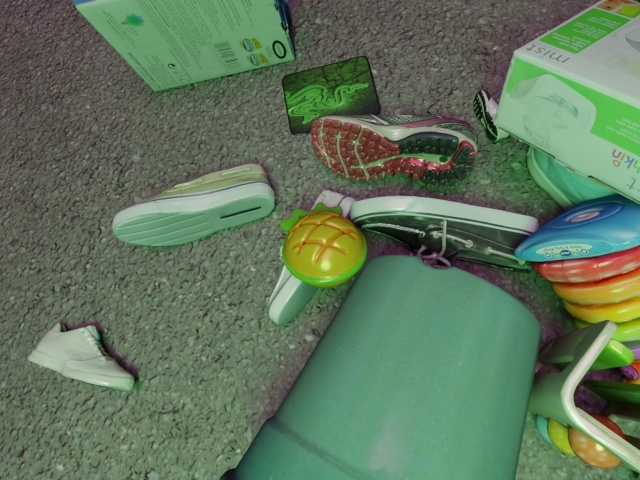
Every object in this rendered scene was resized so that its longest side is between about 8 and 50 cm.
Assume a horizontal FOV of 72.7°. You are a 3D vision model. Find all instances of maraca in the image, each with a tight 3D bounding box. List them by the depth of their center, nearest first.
[{"bbox_3d":[0.000,0.000,0.666,0.127,0.099,0.186,-13,40,-7],"label":"maraca"}]

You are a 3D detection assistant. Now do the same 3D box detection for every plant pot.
[{"bbox_3d":[0.104,0.220,0.557,0.341,0.341,0.334,21,69,16],"label":"plant pot"}]

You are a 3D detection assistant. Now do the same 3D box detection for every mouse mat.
[{"bbox_3d":[0.019,-0.300,0.894,0.189,0.007,0.153,-13,71,6],"label":"mouse mat"}]

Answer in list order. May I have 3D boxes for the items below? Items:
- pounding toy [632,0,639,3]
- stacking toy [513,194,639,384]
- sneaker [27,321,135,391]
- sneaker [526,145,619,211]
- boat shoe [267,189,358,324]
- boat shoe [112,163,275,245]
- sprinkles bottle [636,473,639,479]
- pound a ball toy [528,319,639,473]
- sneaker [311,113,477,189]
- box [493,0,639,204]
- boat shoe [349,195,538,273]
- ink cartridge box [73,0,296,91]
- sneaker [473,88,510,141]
[{"bbox_3d":[0.619,-0.476,0.806,0.181,0.094,0.206,1,59,14],"label":"pounding toy"},{"bbox_3d":[0.421,0.102,0.612,0.165,0.175,0.302,-28,98,-31],"label":"stacking toy"},{"bbox_3d":[-0.414,0.201,0.774,0.212,0.080,0.094,14,63,15],"label":"sneaker"},{"bbox_3d":[0.477,-0.059,0.658,0.135,0.150,0.366,-44,70,-4],"label":"sneaker"},{"bbox_3d":[-0.026,0.023,0.760,0.084,0.095,0.258,26,68,21],"label":"boat shoe"},{"bbox_3d":[-0.236,-0.067,0.824,0.302,0.109,0.094,-12,55,-3],"label":"boat shoe"},{"bbox_3d":[0.540,0.194,0.546,0.121,0.121,0.355,27,90,17],"label":"sprinkles bottle"},{"bbox_3d":[0.354,0.215,0.494,0.208,0.319,0.136,36,85,21],"label":"pound a ball toy"},{"bbox_3d":[0.127,-0.174,0.790,0.299,0.121,0.112,12,45,14],"label":"sneaker"},{"bbox_3d":[0.419,-0.190,0.579,0.231,0.127,0.262,-32,55,-20],"label":"box"},{"bbox_3d":[0.196,-0.001,0.713,0.306,0.113,0.105,9,80,-4],"label":"boat shoe"},{"bbox_3d":[-0.210,-0.459,0.845,0.395,0.270,0.151,-9,76,7],"label":"ink cartridge box"},{"bbox_3d":[0.321,-0.233,0.807,0.043,0.040,0.109,-12,73,-12],"label":"sneaker"}]
